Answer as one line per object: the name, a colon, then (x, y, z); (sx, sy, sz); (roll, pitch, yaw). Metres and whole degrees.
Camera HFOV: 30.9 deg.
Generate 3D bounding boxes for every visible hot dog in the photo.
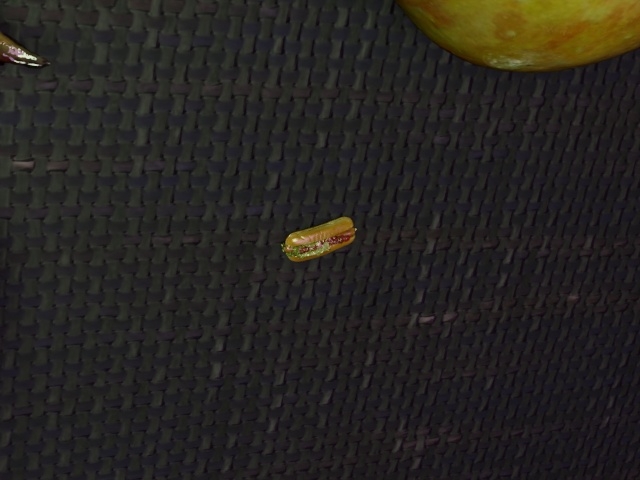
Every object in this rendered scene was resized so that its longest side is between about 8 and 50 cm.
hot dog: (0.000, 0.000, 1.214); (0.083, 0.021, 0.037); (-21, 121, -16)

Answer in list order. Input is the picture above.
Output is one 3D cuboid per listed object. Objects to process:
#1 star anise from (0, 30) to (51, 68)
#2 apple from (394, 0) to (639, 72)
star anise: (-0.341, -0.200, 0.906); (0.272, 0.102, 0.271); (1, 89, -27)
apple: (0.185, -0.337, 0.960); (0.400, 0.334, 0.400); (-3, 97, -26)
